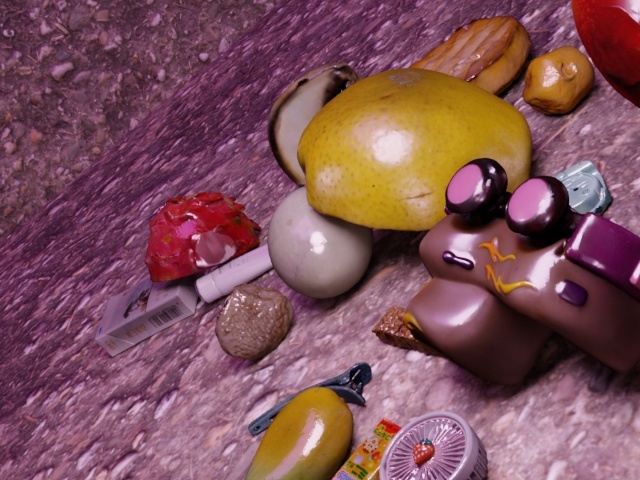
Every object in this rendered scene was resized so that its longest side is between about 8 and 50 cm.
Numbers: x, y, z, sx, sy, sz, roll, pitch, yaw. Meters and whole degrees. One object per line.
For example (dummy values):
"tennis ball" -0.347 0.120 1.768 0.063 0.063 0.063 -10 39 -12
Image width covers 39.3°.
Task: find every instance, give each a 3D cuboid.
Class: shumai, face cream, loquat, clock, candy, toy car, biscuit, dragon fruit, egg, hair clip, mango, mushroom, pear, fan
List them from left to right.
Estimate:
"dragon fruit" -0.238 -0.011 1.871 0.262 0.163 0.189 -22 37 -22
"shumai" -0.134 0.141 1.591 0.145 0.145 0.116 -46 21 -13
"face cream" -0.140 0.051 1.824 0.244 0.058 0.092 -28 22 7
"mango" -0.031 0.293 1.250 0.195 0.092 0.130 -43 38 -18
"hair clip" -0.020 0.252 1.380 0.230 0.039 0.070 -28 27 31
"egg" 0.000 0.000 1.570 0.187 0.186 0.253 -31 29 15
"mushroom" 0.023 -0.292 1.969 0.292 0.217 0.212 -22 27 31
"candy" 0.071 0.296 1.181 0.122 0.038 0.062 -46 27 -15
"pear" 0.154 -0.174 1.471 0.387 0.191 0.340 -8 32 -3
"biscuit" 0.158 0.137 1.327 0.064 0.034 0.199 -49 29 -19
"fan" 0.127 0.310 1.049 0.130 0.074 0.244 -22 31 29
"biscuit" 0.295 -0.343 1.837 0.296 0.102 0.296 -32 24 16
"toy car" 0.257 0.066 1.101 0.240 0.271 0.341 -61 29 -3
"loquat" 0.414 -0.282 1.582 0.137 0.113 0.137 -51 8 10
"clock" 0.384 -0.059 1.341 0.101 0.041 0.135 -32 27 15

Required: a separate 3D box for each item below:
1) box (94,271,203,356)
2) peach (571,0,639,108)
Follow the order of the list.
"box" -0.373 0.143 1.956 0.233 0.067 0.149 -28 26 19
"peach" 0.521 -0.338 1.227 0.388 0.388 0.388 -30 28 18
